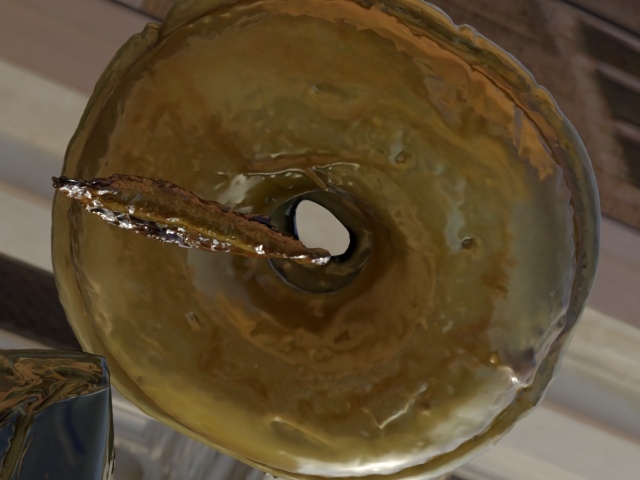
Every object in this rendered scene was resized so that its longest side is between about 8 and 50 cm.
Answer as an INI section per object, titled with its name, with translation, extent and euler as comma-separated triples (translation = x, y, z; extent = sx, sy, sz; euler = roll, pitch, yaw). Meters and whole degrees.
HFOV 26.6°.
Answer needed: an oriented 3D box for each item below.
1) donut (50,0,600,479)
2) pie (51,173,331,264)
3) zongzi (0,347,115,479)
[donut]
translation = 0.000, 0.000, 1.097
extent = 0.198, 0.448, 0.449
euler = -66, -178, -75
[pie]
translation = -0.090, -0.013, 0.931
extent = 0.088, 0.191, 0.033
euler = 126, -21, -71
[zongzi]
translation = -0.207, 0.138, 0.388
extent = 0.125, 0.274, 0.251
euler = 103, -8, -53
